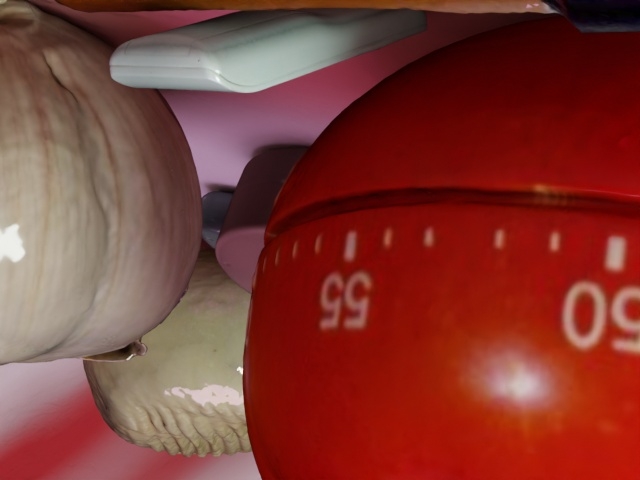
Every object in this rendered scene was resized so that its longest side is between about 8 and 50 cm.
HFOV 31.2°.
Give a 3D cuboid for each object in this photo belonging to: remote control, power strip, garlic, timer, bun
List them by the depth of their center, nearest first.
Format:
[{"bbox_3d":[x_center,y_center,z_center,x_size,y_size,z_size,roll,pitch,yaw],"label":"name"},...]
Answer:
[{"bbox_3d":[-0.017,-0.090,0.508,0.061,0.029,0.162,9,-156,33],"label":"remote control"},{"bbox_3d":[0.153,0.054,0.554,0.378,0.279,0.378,13,165,4],"label":"timer"},{"bbox_3d":[-0.236,-0.029,0.702,0.322,0.241,0.322,0,171,0],"label":"garlic"},{"bbox_3d":[0.000,0.000,0.870,0.154,0.078,0.154,15,155,7],"label":"power strip"},{"bbox_3d":[-0.092,0.122,1.269,0.361,0.213,0.361,-1,160,0],"label":"bun"}]

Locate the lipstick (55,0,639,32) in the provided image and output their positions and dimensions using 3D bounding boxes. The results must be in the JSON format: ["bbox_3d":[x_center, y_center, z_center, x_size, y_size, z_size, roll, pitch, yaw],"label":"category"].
[{"bbox_3d":[0.044,-0.114,0.406,0.418,0.077,0.077,8,166,31],"label":"lipstick"}]

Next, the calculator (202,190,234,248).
[{"bbox_3d":[-0.002,0.005,1.024,0.246,0.045,0.141,9,166,17],"label":"calculator"}]
